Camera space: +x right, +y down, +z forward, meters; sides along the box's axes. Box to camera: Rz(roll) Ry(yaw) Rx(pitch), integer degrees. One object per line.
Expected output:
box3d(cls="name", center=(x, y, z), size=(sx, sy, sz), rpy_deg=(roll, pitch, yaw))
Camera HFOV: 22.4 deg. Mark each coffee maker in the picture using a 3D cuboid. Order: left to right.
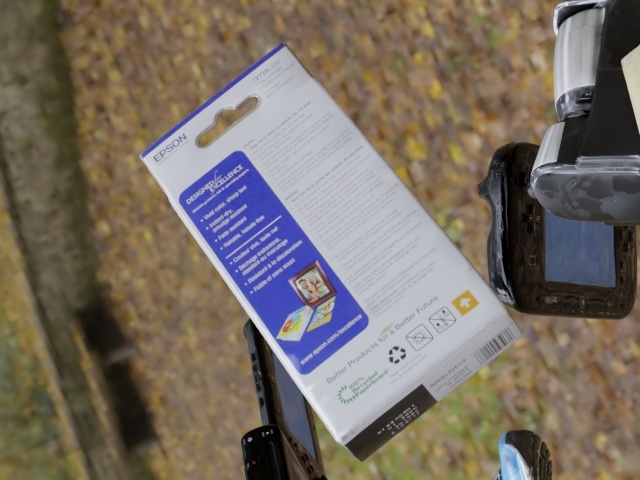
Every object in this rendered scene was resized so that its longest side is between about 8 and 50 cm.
box3d(cls="coffee maker", center=(0.264, -0.114, 1.338), size=(0.171, 0.178, 0.120), rpy_deg=(-18, 141, 43))

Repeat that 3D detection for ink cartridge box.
box3d(cls="ink cartridge box", center=(0.000, 0.000, 1.415), size=(0.371, 0.176, 0.069), rpy_deg=(53, -179, 32))

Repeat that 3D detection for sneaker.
box3d(cls="sneaker", center=(0.134, 0.211, 1.218), size=(0.063, 0.073, 0.162), rpy_deg=(-67, -19, -55))

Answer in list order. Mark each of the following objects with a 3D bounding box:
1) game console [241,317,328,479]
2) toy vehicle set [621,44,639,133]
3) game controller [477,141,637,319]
box3d(cls="game console", center=(-0.025, 0.202, 1.491), size=(0.361, 0.044, 0.213), rpy_deg=(-104, -8, -48))
box3d(cls="toy vehicle set", center=(0.241, 0.028, 0.792), size=(0.035, 0.166, 0.267), rpy_deg=(-40, 41, 36))
box3d(cls="game controller", center=(0.253, -0.004, 1.646), size=(0.067, 0.319, 0.166), rpy_deg=(-13, 79, 32))
